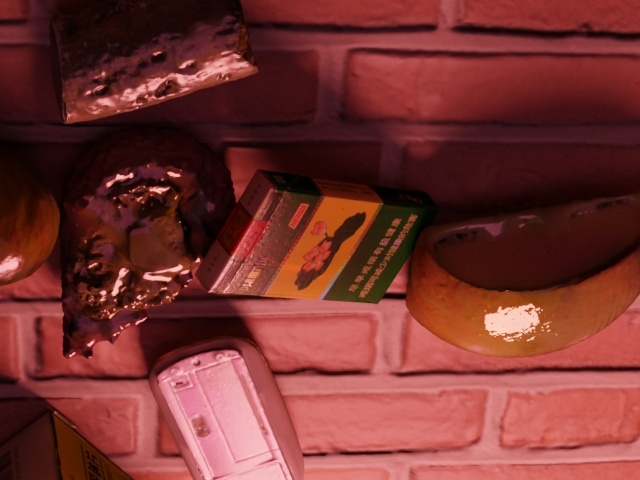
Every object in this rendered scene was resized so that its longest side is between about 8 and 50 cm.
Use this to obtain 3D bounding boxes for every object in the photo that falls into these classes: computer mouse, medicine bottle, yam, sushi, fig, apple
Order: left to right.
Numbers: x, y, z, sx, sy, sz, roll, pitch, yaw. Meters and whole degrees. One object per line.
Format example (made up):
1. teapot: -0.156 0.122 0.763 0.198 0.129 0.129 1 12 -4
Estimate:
1. fig: -0.316 -0.077 1.710 0.149 0.149 0.245 -5 102 -7
2. medicine bottle: -0.250 0.318 1.963 0.141 0.137 0.250 -37 123 13
3. sushi: -0.196 -0.007 1.783 0.241 0.107 0.161 -35 119 13
4. yam: -0.159 -0.175 1.677 0.194 0.107 0.107 -17 124 2
5. computer mouse: -0.097 0.195 1.960 0.126 0.056 0.245 -20 125 3
6. apple: 0.225 0.060 1.900 0.265 0.120 0.193 -8 137 -6

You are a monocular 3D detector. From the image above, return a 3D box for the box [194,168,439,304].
1. box: 0.000 0.000 1.810 0.235 0.034 0.132 5 126 -44
